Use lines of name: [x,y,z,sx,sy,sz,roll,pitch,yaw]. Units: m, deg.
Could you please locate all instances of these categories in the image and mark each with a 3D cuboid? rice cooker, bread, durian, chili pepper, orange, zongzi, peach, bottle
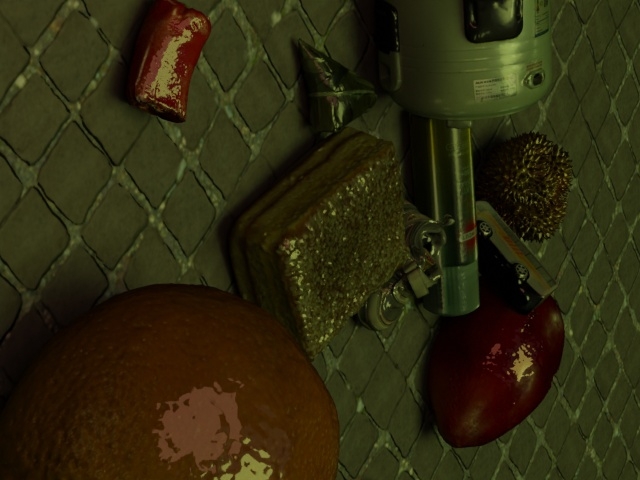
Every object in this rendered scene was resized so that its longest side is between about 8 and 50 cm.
rice cooker: [0.179,-0.275,1.915,0.226,0.226,0.244,-26,122,-49]
bread: [0.000,0.000,1.823,0.234,0.110,0.184,-43,134,-38]
durian: [0.292,-0.075,2.203,0.168,0.137,0.158,-55,160,-52]
chili pepper: [-0.156,-0.189,1.588,0.070,0.073,0.123,150,-42,-80]
orange: [-0.156,0.214,1.482,0.357,0.322,0.322,-35,126,-32]
zongzi: [0.021,-0.199,1.852,0.109,0.055,0.119,-34,113,-49]
peach: [0.244,0.161,2.175,0.267,0.158,0.154,-54,132,-29]
bottle: [0.168,-0.041,2.068,0.082,0.082,0.286,-30,122,-48]

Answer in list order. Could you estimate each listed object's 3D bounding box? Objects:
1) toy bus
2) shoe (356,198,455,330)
toy bus: [0.250,0.022,2.132,0.072,0.172,0.057,-26,161,-43]
shoe: [0.113,0.037,2.000,0.089,0.092,0.180,36,69,-53]
